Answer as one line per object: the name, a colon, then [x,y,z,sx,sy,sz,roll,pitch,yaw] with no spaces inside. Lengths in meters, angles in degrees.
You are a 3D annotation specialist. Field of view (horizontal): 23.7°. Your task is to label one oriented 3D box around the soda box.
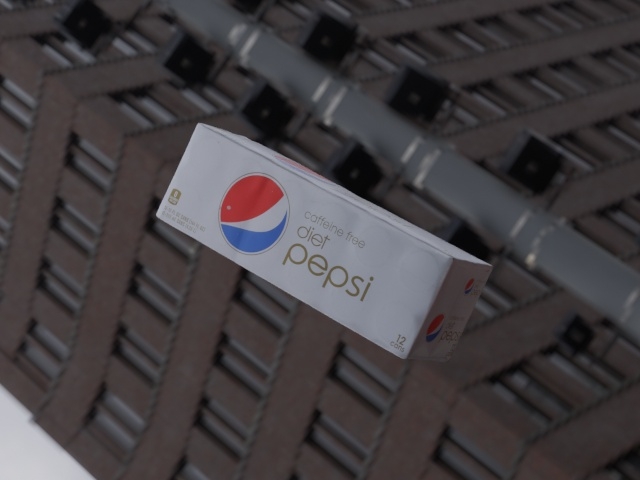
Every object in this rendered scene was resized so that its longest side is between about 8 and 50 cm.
soda box: [0.000,0.000,1.008,0.069,0.216,0.074,11,-75,-62]
